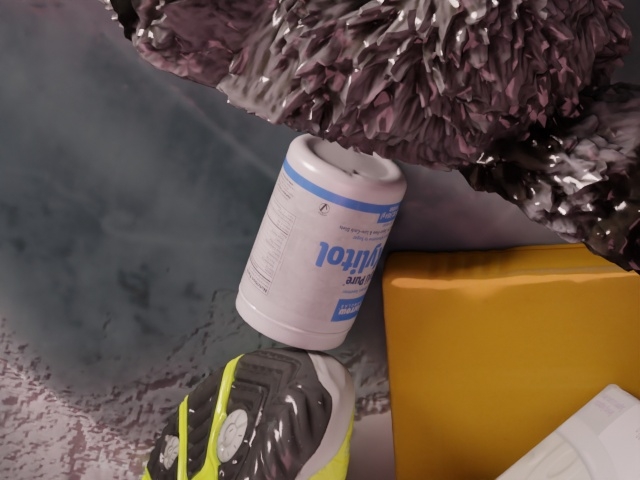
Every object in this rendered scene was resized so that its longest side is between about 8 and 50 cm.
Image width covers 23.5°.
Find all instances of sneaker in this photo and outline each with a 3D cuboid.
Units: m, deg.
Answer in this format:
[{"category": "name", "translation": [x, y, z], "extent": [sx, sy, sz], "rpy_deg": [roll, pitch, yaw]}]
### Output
[{"category": "sneaker", "translation": [-0.045, 0.232, 0.946], "extent": [0.147, 0.145, 0.384], "rpy_deg": [11, 116, -21]}]

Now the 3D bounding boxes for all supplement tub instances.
[{"category": "supplement tub", "translation": [0.000, 0.000, 0.868], "extent": [0.071, 0.071, 0.107], "rpy_deg": [19, 112, -2]}]

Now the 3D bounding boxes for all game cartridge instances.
[{"category": "game cartridge", "translation": [0.206, 0.135, 0.917], "extent": [0.324, 0.052, 0.285], "rpy_deg": [-1, 111, 9]}]

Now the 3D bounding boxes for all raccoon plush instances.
[{"category": "raccoon plush", "translation": [0.103, -0.184, 0.715], "extent": [0.446, 0.216, 0.299], "rpy_deg": [23, 107, -1]}]

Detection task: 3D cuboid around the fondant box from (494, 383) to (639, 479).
[{"category": "fondant box", "translation": [0.077, 0.227, 0.761], "extent": [0.330, 0.238, 0.096], "rpy_deg": [-41, 96, 0]}]
